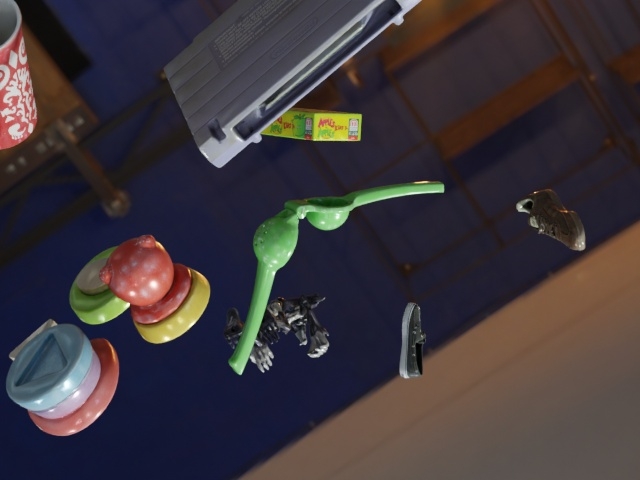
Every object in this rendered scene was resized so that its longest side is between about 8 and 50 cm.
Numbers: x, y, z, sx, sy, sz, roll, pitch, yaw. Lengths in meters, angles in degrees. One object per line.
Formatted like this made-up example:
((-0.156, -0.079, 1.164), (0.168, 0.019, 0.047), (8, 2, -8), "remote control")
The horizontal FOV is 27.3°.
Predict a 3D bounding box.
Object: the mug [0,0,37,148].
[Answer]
((-0.394, -0.178, 1.505), (0.169, 0.113, 0.150), (91, 24, -56), "mug")

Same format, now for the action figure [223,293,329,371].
((-0.077, 0.175, 2.538), (0.164, 0.141, 0.275), (-23, 170, 22), "action figure")

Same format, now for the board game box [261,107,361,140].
((-0.026, -0.187, 2.100), (0.092, 0.043, 0.181), (-2, -171, -36), "board game box")

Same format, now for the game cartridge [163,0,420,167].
((-0.036, -0.271, 1.698), (0.355, 0.068, 0.230), (-39, -145, 9), "game cartridge")

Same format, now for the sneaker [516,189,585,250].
((0.406, -0.028, 2.321), (0.071, 0.066, 0.188), (-14, -153, -6), "sneaker")

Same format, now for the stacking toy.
((-0.342, 0.100, 1.865), (0.309, 0.130, 0.279), (-47, -143, -10), "stacking toy")

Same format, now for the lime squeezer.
((0.000, 0.000, 1.395), (0.310, 0.110, 0.059), (-41, -169, -16), "lime squeezer")

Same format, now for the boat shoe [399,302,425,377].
((0.176, 0.187, 2.456), (0.040, 0.142, 0.049), (1, 170, 26), "boat shoe")
